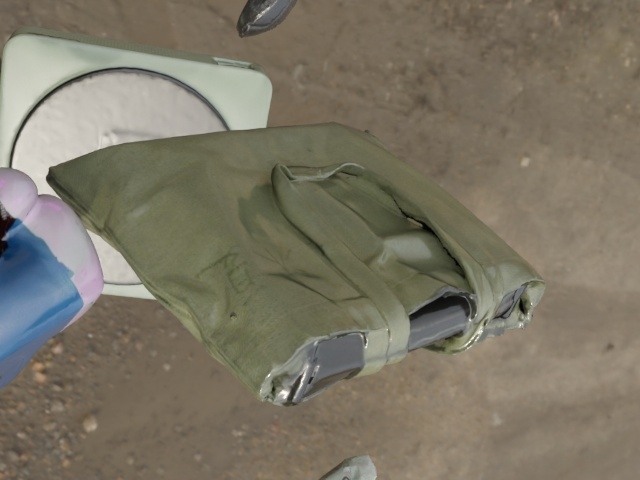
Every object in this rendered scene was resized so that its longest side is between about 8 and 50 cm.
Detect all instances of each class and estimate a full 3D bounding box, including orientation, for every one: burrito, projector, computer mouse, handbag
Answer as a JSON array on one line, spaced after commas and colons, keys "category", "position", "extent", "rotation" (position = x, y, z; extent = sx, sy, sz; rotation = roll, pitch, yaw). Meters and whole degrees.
[{"category": "burrito", "position": [-0.012, 0.275, 0.994], "extent": [0.203, 0.064, 0.064], "rotation": [-16, 116, -47]}, {"category": "projector", "position": [-0.196, -0.071, 0.995], "extent": [0.257, 0.079, 0.259], "rotation": [7, 110, -11]}, {"category": "computer mouse", "position": [-0.068, -0.432, 1.649], "extent": [0.217, 0.073, 0.122], "rotation": [-62, -173, 9]}, {"category": "handbag", "position": [0.000, 0.003, 0.710], "extent": [0.316, 0.253, 0.109], "rotation": [-9, 130, -45]}]

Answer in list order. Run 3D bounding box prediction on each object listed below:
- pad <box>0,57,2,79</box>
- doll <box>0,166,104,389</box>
[{"category": "pad", "position": [-0.581, -0.294, 1.615], "extent": [0.330, 0.004, 0.220], "rotation": [96, 4, -50]}, {"category": "doll", "position": [-0.301, -0.017, 0.507], "extent": [0.284, 0.310, 0.240], "rotation": [-41, 180, 17]}]
